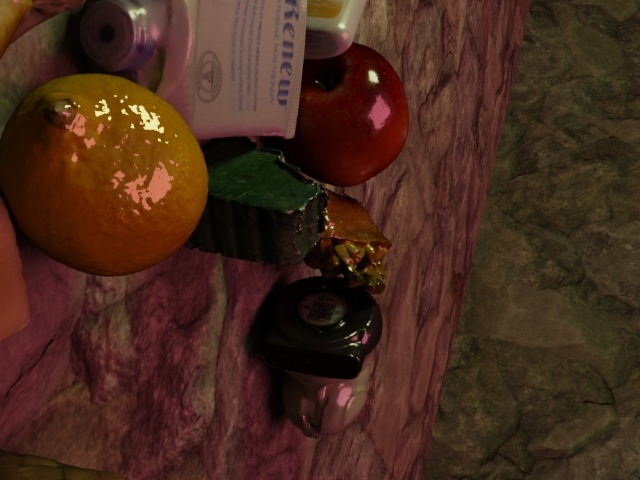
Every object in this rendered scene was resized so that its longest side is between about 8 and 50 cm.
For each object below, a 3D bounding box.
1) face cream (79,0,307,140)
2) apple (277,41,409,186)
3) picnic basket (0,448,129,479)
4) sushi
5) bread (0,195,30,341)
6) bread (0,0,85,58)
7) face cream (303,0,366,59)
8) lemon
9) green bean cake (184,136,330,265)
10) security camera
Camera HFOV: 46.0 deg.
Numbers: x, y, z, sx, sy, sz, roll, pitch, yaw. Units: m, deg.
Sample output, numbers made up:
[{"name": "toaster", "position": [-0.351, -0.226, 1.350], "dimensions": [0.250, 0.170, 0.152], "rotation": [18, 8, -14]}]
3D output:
[{"name": "face cream", "position": [-0.123, -0.232, 0.909], "dimensions": [0.420, 0.137, 0.234], "rotation": [-20, 117, -63]}, {"name": "apple", "position": [0.034, -0.200, 1.202], "dimensions": [0.201, 0.218, 0.218], "rotation": [69, 35, -62]}, {"name": "picnic basket", "position": [-0.216, 0.376, 0.655], "dimensions": [0.337, 0.337, 0.293], "rotation": [-62, 149, -41]}, {"name": "sushi", "position": [0.003, 0.000, 1.225], "dimensions": [0.296, 0.167, 0.179], "rotation": [25, 61, -58]}, {"name": "bread", "position": [-0.328, 0.049, 0.618], "dimensions": [0.178, 0.060, 0.139], "rotation": [-38, 130, -59]}, {"name": "bread", "position": [-0.288, -0.189, 0.435], "dimensions": [0.395, 0.239, 0.264], "rotation": [-54, 148, -51]}, {"name": "face cream", "position": [0.014, -0.403, 1.186], "dimensions": [0.071, 0.144, 0.291], "rotation": [74, 29, -53]}, {"name": "lemon", "position": [-0.205, -0.062, 0.724], "dimensions": [0.244, 0.187, 0.186], "rotation": [60, 42, -61]}, {"name": "green bean cake", "position": [-0.079, -0.056, 0.995], "dimensions": [0.193, 0.208, 0.107], "rotation": [-47, 141, -52]}, {"name": "security camera", "position": [0.010, 0.216, 1.317], "dimensions": [0.191, 0.197, 0.277], "rotation": [-69, 161, -50]}]
